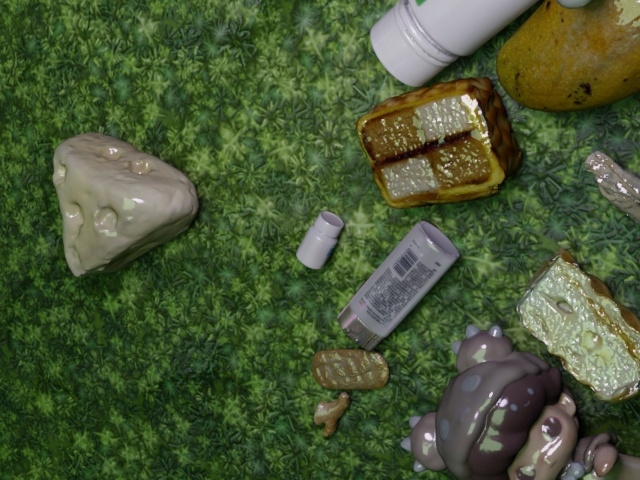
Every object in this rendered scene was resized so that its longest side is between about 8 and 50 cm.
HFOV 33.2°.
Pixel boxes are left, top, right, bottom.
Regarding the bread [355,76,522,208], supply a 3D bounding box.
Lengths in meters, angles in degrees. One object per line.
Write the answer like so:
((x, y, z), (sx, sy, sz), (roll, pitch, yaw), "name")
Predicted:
((0.172, -0.138, 1.589), (0.222, 0.096, 0.181), (-12, 101, 33), "bread")

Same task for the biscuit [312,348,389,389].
((0.049, 0.216, 1.799), (0.147, 0.018, 0.071), (-4, 100, 29), "biscuit")

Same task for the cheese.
((-0.340, -0.079, 1.856), (0.248, 0.174, 0.251), (-14, 91, 32), "cheese")

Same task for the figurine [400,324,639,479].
((0.328, 0.299, 1.570), (0.381, 0.203, 0.248), (29, 100, 9), "figurine")

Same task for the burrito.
((0.463, -0.046, 1.483), (0.229, 0.063, 0.058), (32, 76, 11), "burrito")

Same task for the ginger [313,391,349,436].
((0.016, 0.291, 1.832), (0.048, 0.030, 0.097), (21, 118, -7), "ginger")

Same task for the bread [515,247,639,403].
((0.389, 0.128, 1.553), (0.128, 0.088, 0.232), (-48, 72, 20), "bread")

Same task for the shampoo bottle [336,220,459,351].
((0.120, 0.075, 1.701), (0.086, 0.056, 0.227), (44, 119, 10), "shampoo bottle")

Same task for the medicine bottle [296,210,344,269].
((0.000, 0.000, 1.751), (0.052, 0.052, 0.089), (37, 118, 16), "medicine bottle")

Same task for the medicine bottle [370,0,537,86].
((0.189, -0.328, 1.512), (0.237, 0.139, 0.139), (-38, 83, 38), "medicine bottle")

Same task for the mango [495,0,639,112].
((0.371, -0.275, 1.413), (0.329, 0.176, 0.176), (-38, 40, 31), "mango")

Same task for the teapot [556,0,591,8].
((0.273, -0.433, 1.365), (0.220, 0.318, 0.149), (4, 142, 35), "teapot")
